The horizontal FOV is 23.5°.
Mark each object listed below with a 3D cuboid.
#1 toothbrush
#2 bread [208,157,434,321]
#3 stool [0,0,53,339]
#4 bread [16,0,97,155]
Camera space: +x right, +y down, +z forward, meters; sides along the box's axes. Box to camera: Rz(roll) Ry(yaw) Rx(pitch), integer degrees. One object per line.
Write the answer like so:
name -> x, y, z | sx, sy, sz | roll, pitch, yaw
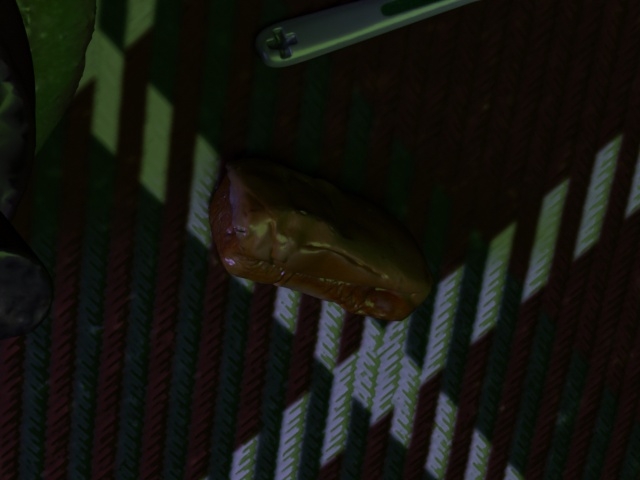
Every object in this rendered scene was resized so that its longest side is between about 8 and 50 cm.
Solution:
toothbrush -> 0.109, -0.147, 0.855 | 0.304, 0.030, 0.030 | -18, 121, -6
bread -> 0.000, 0.000, 0.869 | 0.132, 0.074, 0.053 | 22, 119, -25
stool -> -0.251, -0.035, 0.658 | 0.272, 0.178, 0.272 | -8, 120, -14
bread -> -0.259, -0.111, 0.745 | 0.301, 0.045, 0.301 | -6, 119, -12
